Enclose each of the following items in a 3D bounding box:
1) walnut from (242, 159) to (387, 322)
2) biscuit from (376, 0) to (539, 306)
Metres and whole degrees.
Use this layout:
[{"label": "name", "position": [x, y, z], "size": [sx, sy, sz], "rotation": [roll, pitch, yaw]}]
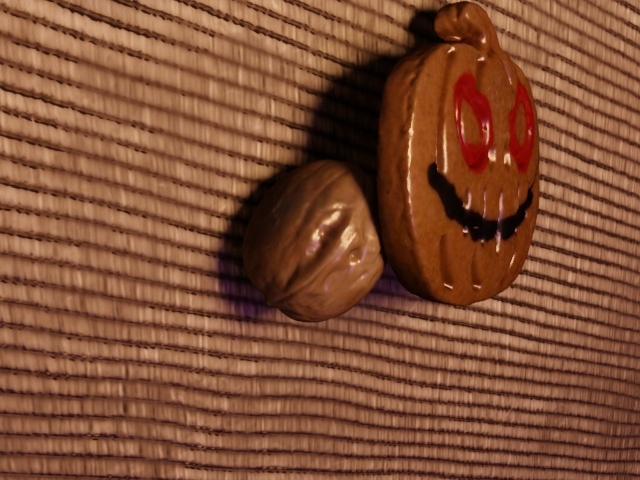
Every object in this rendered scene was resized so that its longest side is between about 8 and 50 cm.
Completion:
[{"label": "walnut", "position": [0.000, 0.000, 1.259], "size": [0.162, 0.140, 0.140], "rotation": [-50, 136, 4]}, {"label": "biscuit", "position": [0.160, -0.091, 1.345], "size": [0.367, 0.063, 0.314], "rotation": [-7, 100, -61]}]
